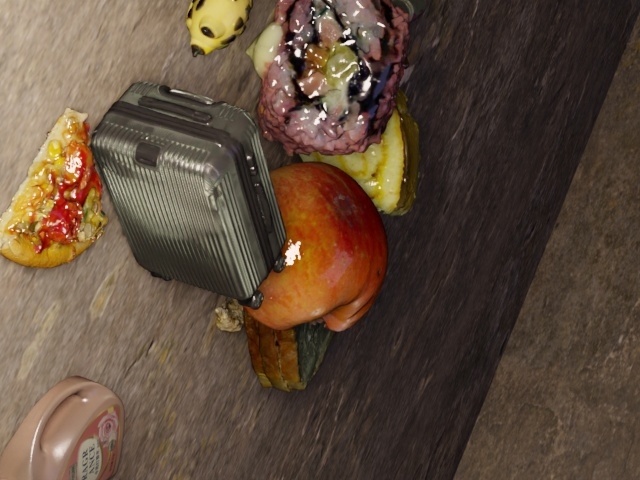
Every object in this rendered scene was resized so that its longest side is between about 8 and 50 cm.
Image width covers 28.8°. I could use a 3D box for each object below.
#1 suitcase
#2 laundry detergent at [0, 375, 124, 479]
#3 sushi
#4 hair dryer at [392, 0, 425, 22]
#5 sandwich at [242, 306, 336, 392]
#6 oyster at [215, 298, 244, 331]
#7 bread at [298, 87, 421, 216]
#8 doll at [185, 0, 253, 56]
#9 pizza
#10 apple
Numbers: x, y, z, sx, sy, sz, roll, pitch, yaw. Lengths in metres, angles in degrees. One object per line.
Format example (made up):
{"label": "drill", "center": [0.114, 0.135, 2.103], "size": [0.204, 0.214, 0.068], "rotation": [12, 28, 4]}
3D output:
{"label": "suitcase", "center": [-0.161, -0.051, 1.600], "size": [0.128, 0.202, 0.312], "rotation": [-58, 154, -31]}
{"label": "laundry detergent", "center": [-0.344, 0.264, 1.577], "size": [0.237, 0.076, 0.171], "rotation": [-23, 125, -59]}
{"label": "sushi", "center": [0.008, -0.252, 1.815], "size": [0.171, 0.236, 0.270], "rotation": [134, -26, -87]}
{"label": "hair dryer", "center": [0.159, -0.468, 2.240], "size": [0.106, 0.054, 0.154], "rotation": [-40, 137, -59]}
{"label": "sandwich", "center": [-0.028, 0.083, 2.089], "size": [0.301, 0.099, 0.271], "rotation": [-61, 150, -46]}
{"label": "oyster", "center": [-0.134, 0.113, 1.991], "size": [0.083, 0.038, 0.081], "rotation": [-55, 151, -34]}
{"label": "bread", "center": [0.065, -0.151, 2.015], "size": [0.124, 0.186, 0.257], "rotation": [-65, 138, -61]}
{"label": "doll", "center": [-0.096, -0.356, 1.685], "size": [0.117, 0.086, 0.291], "rotation": [-35, -160, 54]}
{"label": "pizza", "center": [-0.301, -0.056, 1.465], "size": [0.201, 0.053, 0.193], "rotation": [-26, 129, -60]}
{"label": "apple", "center": [0.000, 0.000, 1.869], "size": [0.293, 0.251, 0.163], "rotation": [-11, 161, -45]}
